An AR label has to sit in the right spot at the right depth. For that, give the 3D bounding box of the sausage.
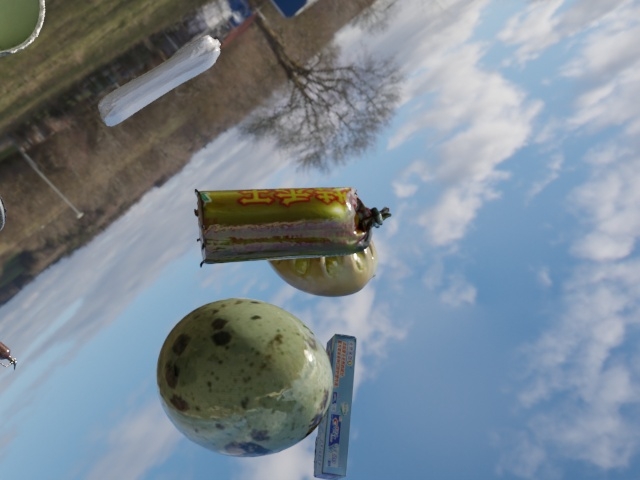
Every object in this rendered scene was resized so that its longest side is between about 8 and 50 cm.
[{"bbox_3d":[-0.042,-0.026,1.024,0.318,0.117,0.125,-3,-134,-7],"label":"sausage"}]

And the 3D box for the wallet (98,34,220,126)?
[{"bbox_3d":[-0.218,-0.219,0.880,0.190,0.033,0.095,-35,-169,-11],"label":"wallet"}]

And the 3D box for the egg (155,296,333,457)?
[{"bbox_3d":[-0.141,0.251,1.183,0.287,0.287,0.379,-46,-149,-22],"label":"egg"}]

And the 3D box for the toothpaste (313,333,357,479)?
[{"bbox_3d":[0.029,0.323,1.265,0.066,0.053,0.272,119,-20,-61],"label":"toothpaste"}]

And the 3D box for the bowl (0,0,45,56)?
[{"bbox_3d":[-0.469,-0.310,0.799,0.112,0.211,0.211,-15,-153,37],"label":"bowl"}]

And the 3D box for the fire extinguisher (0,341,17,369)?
[{"bbox_3d":[-0.695,0.208,1.333,0.035,0.173,0.049,-49,-166,-15],"label":"fire extinguisher"}]

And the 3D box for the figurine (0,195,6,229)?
[{"bbox_3d":[-0.614,-0.041,1.040,0.132,0.132,0.154,-26,-169,45],"label":"figurine"}]

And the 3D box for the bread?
[{"bbox_3d":[0.000,0.000,1.622,0.333,0.333,0.160,-66,175,-59],"label":"bread"}]
